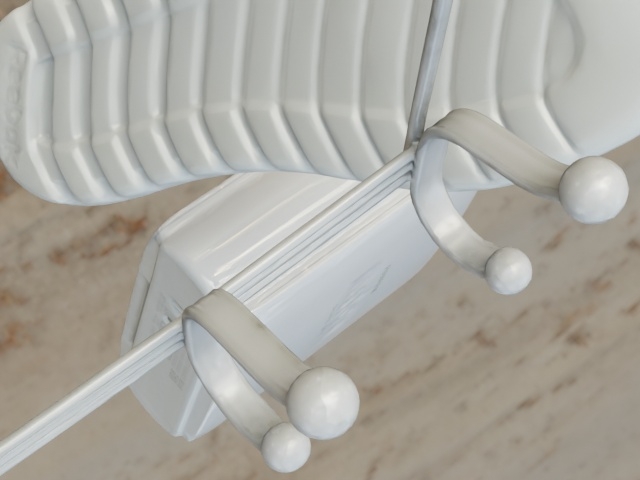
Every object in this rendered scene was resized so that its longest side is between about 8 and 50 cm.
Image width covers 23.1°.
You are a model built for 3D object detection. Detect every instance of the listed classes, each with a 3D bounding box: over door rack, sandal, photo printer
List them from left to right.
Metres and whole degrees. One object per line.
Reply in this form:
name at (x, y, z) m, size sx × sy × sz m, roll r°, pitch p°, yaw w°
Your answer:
over door rack at (-0.030, -0.003, 0.436) m, size 0.239 × 0.108 × 0.324 m, roll -36°, pitch 153°, yaw -15°
sandal at (-0.001, -0.111, 0.828) m, size 0.102 × 0.416 × 0.169 m, roll -24°, pitch 109°, yaw -59°
photo printer at (0.000, 0.000, 1.189) m, size 0.307 × 0.107 × 0.256 m, roll -36°, pitch 166°, yaw -28°
